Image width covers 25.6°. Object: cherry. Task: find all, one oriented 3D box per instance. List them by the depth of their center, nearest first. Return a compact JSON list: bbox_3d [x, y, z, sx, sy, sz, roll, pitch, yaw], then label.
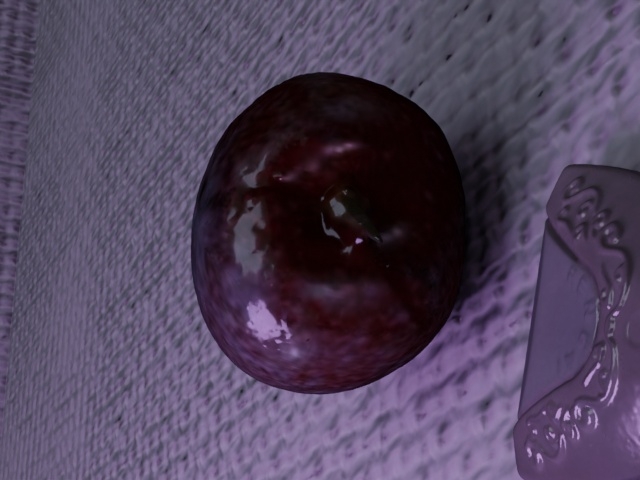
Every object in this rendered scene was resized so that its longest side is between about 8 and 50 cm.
[{"bbox_3d":[0.000,0.000,1.046,0.300,0.203,0.230,145,125,-69],"label":"cherry"}]

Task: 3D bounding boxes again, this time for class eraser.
[{"bbox_3d":[0.182,0.049,0.790,0.243,0.059,0.204,177,103,-70],"label":"eraser"}]
